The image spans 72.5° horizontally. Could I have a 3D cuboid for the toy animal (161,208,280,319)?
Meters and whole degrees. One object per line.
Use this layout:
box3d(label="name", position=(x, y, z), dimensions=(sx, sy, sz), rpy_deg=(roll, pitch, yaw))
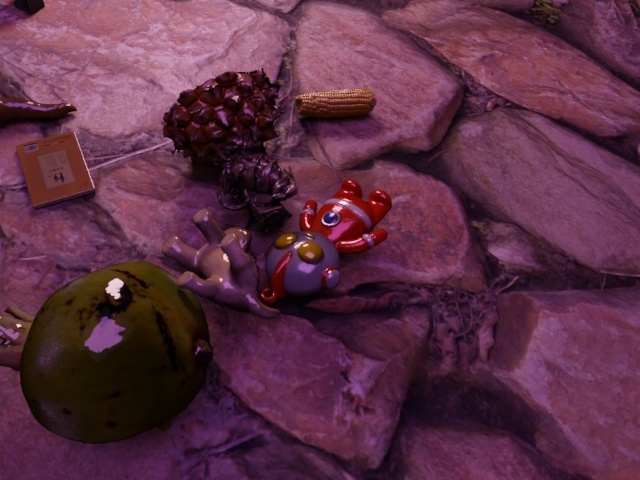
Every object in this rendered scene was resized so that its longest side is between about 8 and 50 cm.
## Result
box3d(label="toy animal", position=(-0.160, 0.035, 0.729), dimensions=(0.121, 0.233, 0.169), rpy_deg=(-46, 118, -3))

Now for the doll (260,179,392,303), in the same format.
box3d(label="doll", position=(0.000, 0.000, 0.846), dimensions=(0.199, 0.105, 0.336), rpy_deg=(26, 56, 31))

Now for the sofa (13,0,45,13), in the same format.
box3d(label="sofa", position=(-0.760, -0.653, 1.084), dimensions=(0.085, 0.147, 0.060), rpy_deg=(26, 55, 3))

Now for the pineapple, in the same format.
box3d(label="pineapple", position=(-0.146, -0.151, 0.867), dimensions=(0.262, 0.262, 0.272), rpy_deg=(-22, 77, -20))

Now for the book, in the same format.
box3d(label="book", position=(-0.548, -0.150, 0.903), dimensions=(0.118, 0.012, 0.172), rpy_deg=(-21, 65, -20))

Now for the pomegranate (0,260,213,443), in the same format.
box3d(label="pomegranate", position=(-0.320, 0.154, 0.639), dimensions=(0.340, 0.260, 0.261), rpy_deg=(7, 59, -1))

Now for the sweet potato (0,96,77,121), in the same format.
box3d(label="sweet potato", position=(-0.665, -0.278, 0.936), dimensions=(0.249, 0.059, 0.069), rpy_deg=(-20, 85, -23))

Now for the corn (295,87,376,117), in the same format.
box3d(label="corn", position=(0.041, -0.337, 1.074), dimensions=(0.206, 0.067, 0.068), rpy_deg=(-8, 62, -13))
